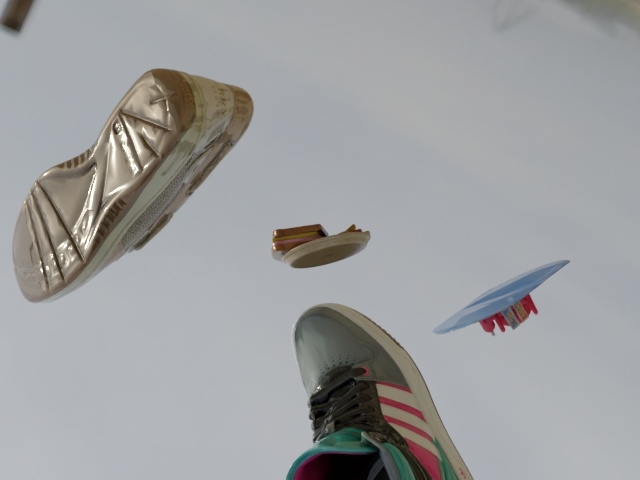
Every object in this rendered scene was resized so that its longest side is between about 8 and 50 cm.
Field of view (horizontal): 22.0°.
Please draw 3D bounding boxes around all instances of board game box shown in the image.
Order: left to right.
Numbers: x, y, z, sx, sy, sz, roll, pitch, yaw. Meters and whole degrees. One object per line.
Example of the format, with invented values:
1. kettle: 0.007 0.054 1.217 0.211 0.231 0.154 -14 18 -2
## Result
1. board game box: 0.203 0.075 1.801 0.168 0.133 0.033 -31 -85 -43

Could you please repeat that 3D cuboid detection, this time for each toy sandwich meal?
1. toy sandwich meal: 0.000 0.000 1.374 0.085 0.085 0.029 6 -115 -59

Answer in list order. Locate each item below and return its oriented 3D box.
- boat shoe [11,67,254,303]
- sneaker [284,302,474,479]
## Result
1. boat shoe: -0.189 -0.041 1.624 0.110 0.341 0.122 1 -120 -43
2. sneaker: 0.023 0.181 1.521 0.178 0.124 0.295 8 -137 -56
